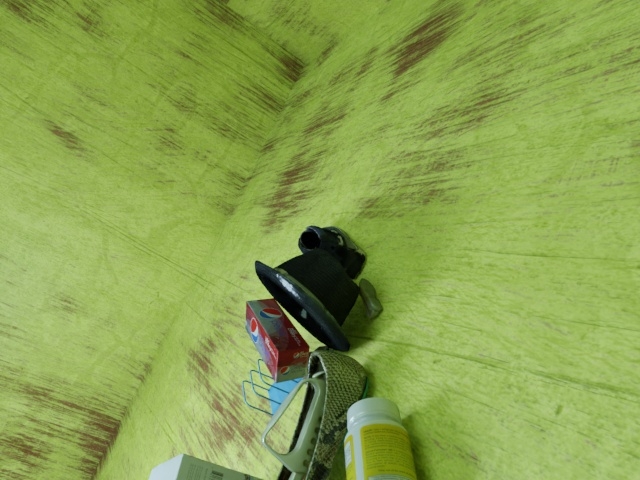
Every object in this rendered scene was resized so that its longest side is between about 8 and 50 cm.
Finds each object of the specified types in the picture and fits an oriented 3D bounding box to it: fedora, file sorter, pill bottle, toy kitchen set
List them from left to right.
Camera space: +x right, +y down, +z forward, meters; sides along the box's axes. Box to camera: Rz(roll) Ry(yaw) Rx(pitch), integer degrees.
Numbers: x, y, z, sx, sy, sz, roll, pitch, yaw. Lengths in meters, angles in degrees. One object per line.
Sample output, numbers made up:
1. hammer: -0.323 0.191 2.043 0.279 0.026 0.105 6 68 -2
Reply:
1. file sorter: -0.123 0.367 1.399 0.170 0.104 0.118 -55 24 11
2. fedora: -0.010 0.121 1.275 0.152 0.334 0.334 -44 19 -14
3. toy kitchen set: 0.001 0.313 1.311 0.083 0.075 0.068 -10 4 22
4. pill bottle: 0.102 0.385 0.887 0.119 0.119 0.208 -47 26 28

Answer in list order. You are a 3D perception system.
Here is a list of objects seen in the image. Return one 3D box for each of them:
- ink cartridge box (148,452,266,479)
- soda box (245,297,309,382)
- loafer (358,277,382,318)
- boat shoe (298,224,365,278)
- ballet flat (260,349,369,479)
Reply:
1. ink cartridge box: -0.241 0.618 1.128 0.197 0.270 0.198 -40 30 43
2. soda box: -0.116 0.245 1.321 0.263 0.083 0.092 -139 50 -57
3. loafer: 0.113 0.140 1.261 0.039 0.045 0.125 -59 24 21
4. boat shoe: 0.000 0.000 1.511 0.127 0.158 0.340 -60 23 0
5. ballet flat: -0.048 0.449 1.042 0.164 0.182 0.483 -23 43 59
